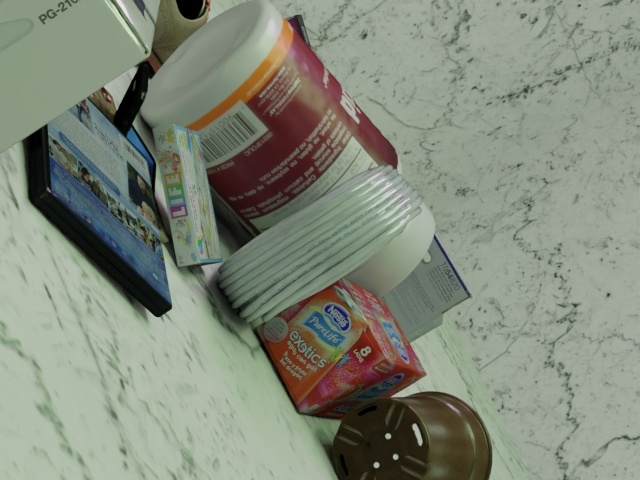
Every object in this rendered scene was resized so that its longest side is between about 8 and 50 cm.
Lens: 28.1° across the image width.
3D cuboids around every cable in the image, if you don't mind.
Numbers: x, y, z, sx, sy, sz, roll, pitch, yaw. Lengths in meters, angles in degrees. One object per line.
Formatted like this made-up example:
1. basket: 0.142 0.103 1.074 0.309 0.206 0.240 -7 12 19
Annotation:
1. cable: 0.000 0.000 1.488 0.089 0.257 0.257 57 36 -2

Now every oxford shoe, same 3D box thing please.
1. oxford shoe: -0.200 -0.295 1.845 0.123 0.130 0.348 60 8 15

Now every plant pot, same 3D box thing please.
1. plant pot: 0.105 0.258 1.545 0.167 0.167 0.165 61 16 23

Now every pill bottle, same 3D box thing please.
1. pill bottle: -0.032 -0.106 1.700 0.392 0.224 0.224 48 12 -26

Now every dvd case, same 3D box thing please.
1. dvd case: -0.215 -0.061 1.216 0.180 0.022 0.253 48 15 -37

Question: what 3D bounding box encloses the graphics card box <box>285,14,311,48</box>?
1. graphics card box: -0.068 -0.224 2.028 0.371 0.094 0.232 -60 135 -74

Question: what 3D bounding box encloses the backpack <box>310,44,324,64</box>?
1. backpack: -0.068 -0.257 2.346 0.253 0.191 0.225 -128 -163 -81

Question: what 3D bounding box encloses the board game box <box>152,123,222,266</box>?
1. board game box: -0.147 -0.048 1.424 0.103 0.026 0.154 5 74 -80

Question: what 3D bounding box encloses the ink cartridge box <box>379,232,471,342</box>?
1. ink cartridge box: 0.084 0.056 1.911 0.223 0.224 0.045 62 9 23

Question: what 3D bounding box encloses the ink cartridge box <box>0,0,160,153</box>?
1. ink cartridge box: -0.231 -0.174 1.058 0.100 0.172 0.237 55 9 -21

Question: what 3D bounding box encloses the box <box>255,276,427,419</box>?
1. box: 0.032 0.142 1.613 0.122 0.128 0.257 60 8 17

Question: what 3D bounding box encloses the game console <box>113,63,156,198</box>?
1. game console: -0.192 -0.123 1.419 0.071 0.107 0.122 25 18 -16

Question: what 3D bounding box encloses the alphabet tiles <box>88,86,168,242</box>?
1. alphabet tiles: -0.245 -0.128 1.394 0.198 0.009 0.237 50 11 -43
